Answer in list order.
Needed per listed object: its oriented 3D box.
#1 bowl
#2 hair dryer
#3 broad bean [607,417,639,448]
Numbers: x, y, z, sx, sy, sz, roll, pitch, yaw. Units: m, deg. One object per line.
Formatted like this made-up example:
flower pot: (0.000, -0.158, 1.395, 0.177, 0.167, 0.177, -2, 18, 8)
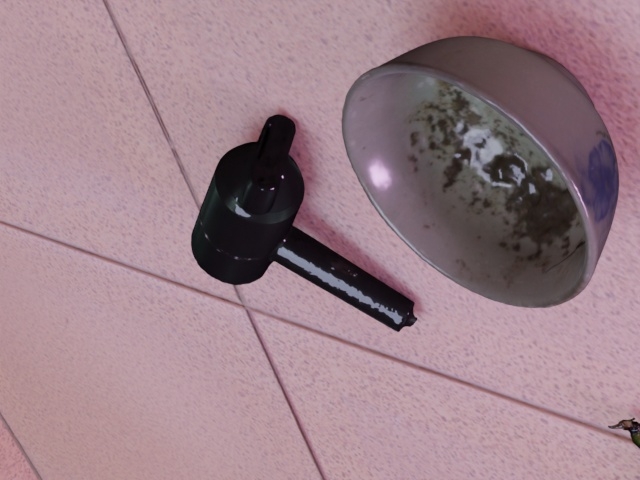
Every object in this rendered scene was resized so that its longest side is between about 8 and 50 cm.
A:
bowl: (0.175, -0.089, 1.531, 0.289, 0.146, 0.289, 32, 150, 22)
hair dryer: (0.000, 0.000, 1.934, 0.302, 0.116, 0.244, 30, 151, 0)
broad bean: (0.405, 0.286, 1.860, 0.069, 0.039, 0.227, -2, 128, 44)
